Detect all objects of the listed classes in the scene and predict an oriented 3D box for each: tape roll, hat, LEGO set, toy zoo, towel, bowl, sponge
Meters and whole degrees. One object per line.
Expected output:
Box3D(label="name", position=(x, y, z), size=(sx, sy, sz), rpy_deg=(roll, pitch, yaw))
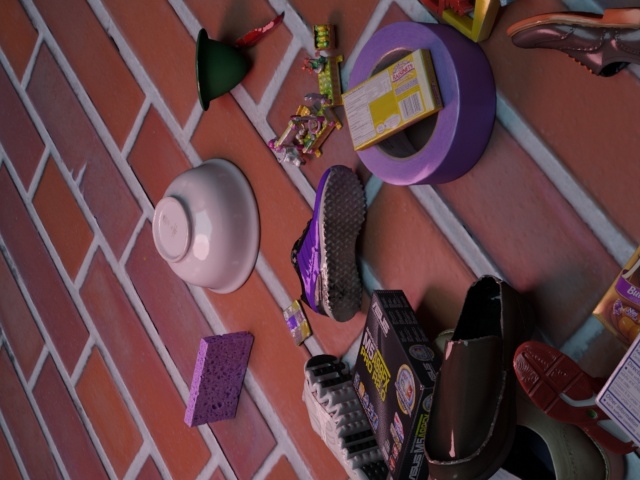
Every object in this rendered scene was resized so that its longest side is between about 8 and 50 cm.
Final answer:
Box3D(label="tape roll", position=(0.166, -0.231, 1.901), size=(0.275, 0.090, 0.274), rpy_deg=(7, 100, 49))
Box3D(label="hat", position=(-0.158, -0.360, 2.332), size=(0.208, 0.184, 0.172), rpy_deg=(65, -156, -84))
Box3D(label="LEGO set", position=(-0.030, -0.266, 2.119), size=(0.132, 0.107, 0.287), rpy_deg=(42, 124, 40))
Box3D(label="toy zoo", position=(0.211, -0.452, 1.818), size=(0.293, 0.030, 0.192), rpy_deg=(47, 149, 37))
Box3D(label="towel", position=(-0.047, 0.167, 2.259), size=(0.060, 0.009, 0.083), rpy_deg=(-41, 63, 45))
Box3D(label="bowl", position=(-0.269, -0.028, 2.413), size=(0.298, 0.134, 0.297), rpy_deg=(6, 98, 49))
Box3D(label="sponge", position=(-0.218, 0.295, 2.395), size=(0.031, 0.117, 0.210), rpy_deg=(38, 122, 44))

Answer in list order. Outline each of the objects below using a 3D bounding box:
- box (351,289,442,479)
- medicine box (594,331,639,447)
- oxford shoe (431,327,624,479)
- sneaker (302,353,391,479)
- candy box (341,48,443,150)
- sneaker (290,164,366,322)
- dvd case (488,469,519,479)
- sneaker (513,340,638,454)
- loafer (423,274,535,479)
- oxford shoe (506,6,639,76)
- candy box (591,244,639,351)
Box3D(label="box", position=(0.134, 0.246, 1.920), size=(0.270, 0.060, 0.216), rpy_deg=(-115, 30, -52))
Box3D(label="medicine box", position=(0.546, 0.186, 1.434), size=(0.263, 0.149, 0.289), rpy_deg=(49, 128, 36))
Box3D(label="oxford shoe", position=(0.286, 0.263, 1.757), size=(0.397, 0.147, 0.140), rpy_deg=(36, 122, 43))
Box3D(label="sneaker", position=(0.046, 0.354, 2.103), size=(0.292, 0.110, 0.118), rpy_deg=(62, 143, 37))
Box3D(label="candy box", position=(0.116, -0.231, 1.869), size=(0.206, 0.027, 0.105), rpy_deg=(-24, 73, 49))
Box3D(label="sneaker", position=(-0.001, 0.000, 2.114), size=(0.146, 0.102, 0.293), rpy_deg=(13, 103, 50))
Box3D(label="dvd case", position=(0.299, 0.446, 1.858), size=(0.180, 0.022, 0.252), rpy_deg=(33, 118, 44))
Box3D(label="sneaker", position=(0.366, 0.218, 1.635), size=(0.221, 0.128, 0.087), rpy_deg=(43, 99, -3))
Box3D(label="loafer", position=(0.222, 0.201, 1.689), size=(0.134, 0.130, 0.365), rpy_deg=(-10, 43, 32))
Box3D(label="oxford shoe", position=(0.383, -0.285, 1.631), size=(0.271, 0.097, 0.098), rpy_deg=(9, 106, 50))
Box3D(label="candy box", position=(0.477, 0.071, 1.583), size=(0.109, 0.053, 0.186), rpy_deg=(52, 129, 35))
